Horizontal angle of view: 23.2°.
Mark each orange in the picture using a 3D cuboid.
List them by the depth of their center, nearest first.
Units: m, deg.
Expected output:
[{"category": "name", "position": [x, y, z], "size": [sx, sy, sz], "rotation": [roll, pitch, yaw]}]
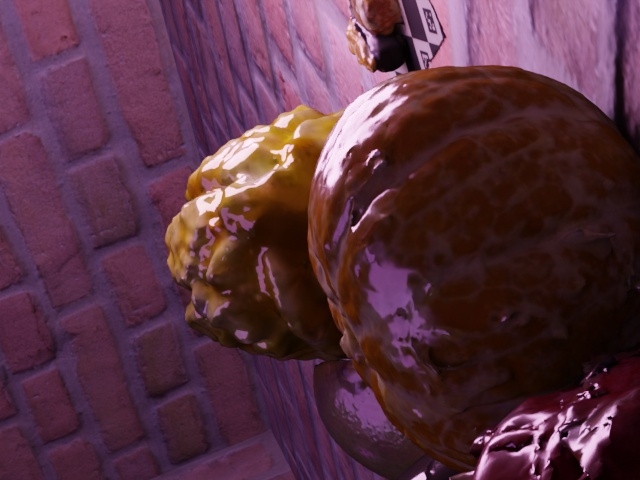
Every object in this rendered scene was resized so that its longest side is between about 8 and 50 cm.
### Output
[{"category": "orange", "position": [0.128, 0.022, 1.182], "size": [0.329, 0.249, 0.329], "rotation": [160, 90, -87]}]

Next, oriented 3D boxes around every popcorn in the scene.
[{"category": "popcorn", "position": [0.009, -0.002, 1.651], "size": [0.274, 0.335, 0.279], "rotation": [117, 141, -61]}]

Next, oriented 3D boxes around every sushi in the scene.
[{"category": "sushi", "position": [0.028, -0.293, 1.614], "size": [0.264, 0.050, 0.290], "rotation": [121, 128, -77]}]

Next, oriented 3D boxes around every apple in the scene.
[{"category": "apple", "position": [0.097, 0.186, 1.587], "size": [0.193, 0.265, 0.120], "rotation": [43, -123, -56]}]

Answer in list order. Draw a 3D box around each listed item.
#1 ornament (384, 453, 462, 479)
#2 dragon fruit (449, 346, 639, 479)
[{"category": "ornament", "position": [0.145, 0.210, 1.274], "size": [0.251, 0.260, 0.106], "rotation": [1, 120, 63]}, {"category": "dragon fruit", "position": [0.222, 0.210, 0.922], "size": [0.329, 0.329, 0.329], "rotation": [159, 90, -80]}]
